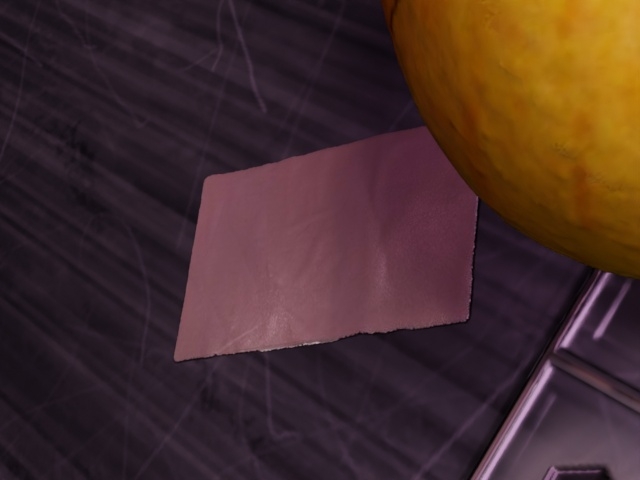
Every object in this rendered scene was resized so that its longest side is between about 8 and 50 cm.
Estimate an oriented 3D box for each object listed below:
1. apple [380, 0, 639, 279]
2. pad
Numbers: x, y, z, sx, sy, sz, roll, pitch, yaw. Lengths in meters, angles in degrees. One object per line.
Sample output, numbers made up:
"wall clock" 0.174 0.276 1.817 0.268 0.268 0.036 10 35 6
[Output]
"apple" 0.144 -0.124 0.503 0.286 0.233 0.286 -5 72 16
"pad" 0.000 0.000 0.744 0.188 0.006 0.113 -11 62 37
